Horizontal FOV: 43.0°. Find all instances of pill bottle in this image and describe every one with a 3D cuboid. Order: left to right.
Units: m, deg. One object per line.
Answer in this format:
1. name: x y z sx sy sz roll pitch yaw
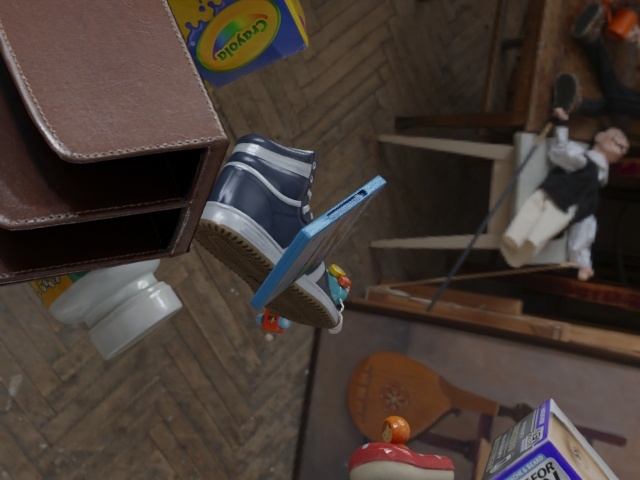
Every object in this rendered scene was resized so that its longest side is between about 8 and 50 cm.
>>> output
1. pill bottle: -0.224 0.003 0.757 0.117 0.117 0.208 -34 88 -34

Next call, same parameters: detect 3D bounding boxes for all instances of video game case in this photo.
1. video game case: 0.000 0.000 0.863 0.015 0.119 0.166 43 38 9

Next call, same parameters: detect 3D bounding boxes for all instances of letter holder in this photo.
1. letter holder: -0.234 -0.134 0.628 0.214 0.152 0.302 -11 61 -29

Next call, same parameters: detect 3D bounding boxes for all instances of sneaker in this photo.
1. sneaker: -0.036 -0.009 0.970 0.282 0.099 0.153 49 53 -49

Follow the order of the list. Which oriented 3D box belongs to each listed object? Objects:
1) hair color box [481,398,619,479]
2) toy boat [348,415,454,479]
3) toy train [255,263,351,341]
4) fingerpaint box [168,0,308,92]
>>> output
1. hair color box: 0.334 0.361 0.924 0.110 0.339 0.185 -43 171 14
2. toy boat: 0.150 0.414 1.566 0.231 0.151 0.151 22 51 -49
3. toy train: -0.017 0.094 1.210 0.046 0.166 0.125 24 70 -48
4. fingerpaint box: -0.291 -0.313 0.940 0.444 0.163 0.371 -23 120 11
